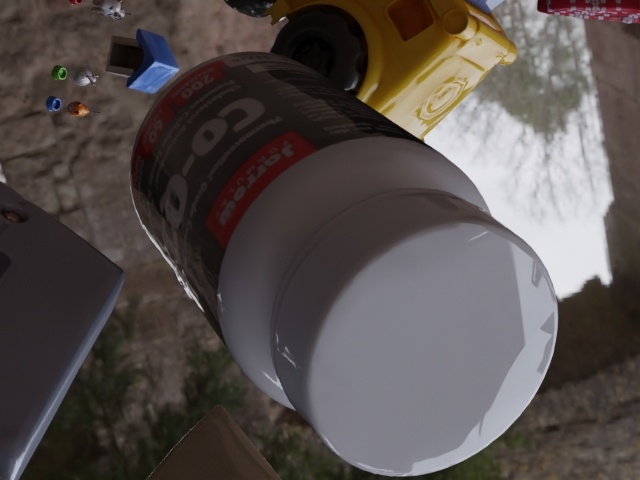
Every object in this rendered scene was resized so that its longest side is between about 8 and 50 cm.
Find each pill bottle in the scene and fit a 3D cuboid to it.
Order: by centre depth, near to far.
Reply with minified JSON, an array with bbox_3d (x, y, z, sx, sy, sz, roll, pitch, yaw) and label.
[{"bbox_3d":[0.000,0.000,0.643,0.161,0.161,0.283,-21,-151,-15],"label":"pill bottle"}]

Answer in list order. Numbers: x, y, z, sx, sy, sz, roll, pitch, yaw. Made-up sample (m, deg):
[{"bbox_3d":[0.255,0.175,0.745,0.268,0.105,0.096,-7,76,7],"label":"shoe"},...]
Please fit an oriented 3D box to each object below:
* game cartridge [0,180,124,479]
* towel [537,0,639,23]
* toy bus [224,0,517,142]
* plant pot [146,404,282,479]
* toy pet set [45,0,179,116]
[{"bbox_3d":[-0.236,-0.003,0.456,0.294,0.060,0.196,27,-148,-6],"label":"game cartridge"},{"bbox_3d":[0.273,-0.218,0.646,0.275,0.199,0.031,6,-164,10],"label":"towel"},{"bbox_3d":[0.051,-0.198,0.848,0.211,0.220,0.149,-39,160,23],"label":"toy bus"},{"bbox_3d":[-0.103,0.226,0.961,0.096,0.109,0.109,-31,165,-38],"label":"plant pot"},{"bbox_3d":[-0.203,-0.178,1.125,0.065,0.122,0.114,14,-176,30],"label":"toy pet set"}]
